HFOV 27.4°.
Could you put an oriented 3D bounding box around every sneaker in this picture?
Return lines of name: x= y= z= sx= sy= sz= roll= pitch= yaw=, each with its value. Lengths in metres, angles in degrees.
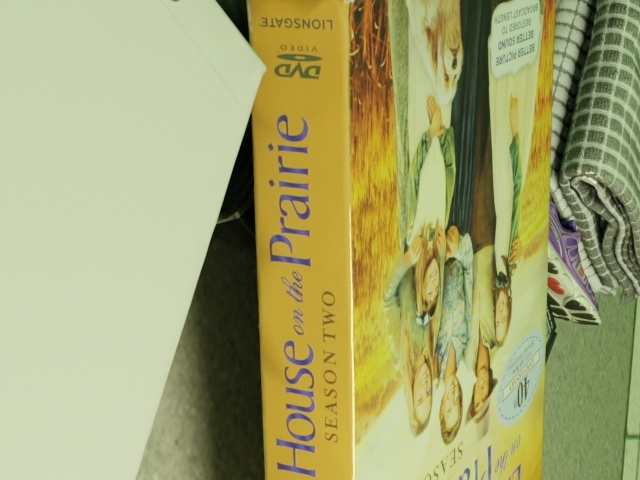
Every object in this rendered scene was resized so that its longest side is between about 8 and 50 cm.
sneaker: x=0.229 y=0.022 z=1.235 sx=0.071 sy=0.068 sz=0.170 roll=-60 pitch=141 yaw=-23

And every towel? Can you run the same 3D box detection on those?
towel: x=0.298 y=-0.090 z=1.326 sx=0.283 sy=0.121 sz=0.235 roll=48 pitch=49 yaw=-51

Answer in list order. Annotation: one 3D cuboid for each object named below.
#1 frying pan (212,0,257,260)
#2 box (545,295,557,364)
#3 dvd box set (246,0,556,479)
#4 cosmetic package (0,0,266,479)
frying pan: x=-0.055 y=-0.069 z=0.729 sx=0.326 sy=0.053 sz=0.197 roll=55 pitch=35 yaw=-48
box: x=0.106 y=0.042 z=1.028 sx=0.216 sy=0.060 sz=0.270 roll=-59 pitch=138 yaw=-45
dvd box set: x=0.063 y=0.045 z=0.790 sx=0.308 sy=0.062 sz=0.420 roll=-27 pitch=120 yaw=-58
cosmetic package: x=-0.166 y=0.036 z=0.430 sx=0.197 sy=0.155 sz=0.365 roll=48 pitch=49 yaw=-49
